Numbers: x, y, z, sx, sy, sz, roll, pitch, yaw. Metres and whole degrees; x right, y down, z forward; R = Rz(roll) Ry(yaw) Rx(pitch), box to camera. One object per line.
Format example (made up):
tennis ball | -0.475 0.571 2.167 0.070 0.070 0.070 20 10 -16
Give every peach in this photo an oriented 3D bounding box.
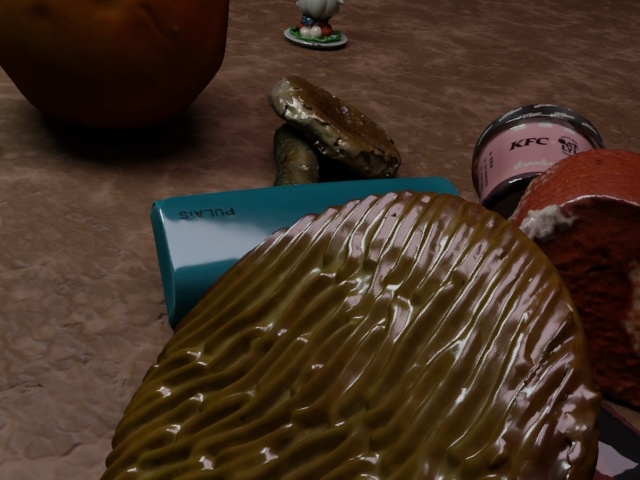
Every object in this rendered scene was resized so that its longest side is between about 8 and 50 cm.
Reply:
peach | -0.268 -0.299 0.946 0.302 0.343 0.342 41 18 -28

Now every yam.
yam | -0.027 -0.074 0.865 0.061 0.061 0.252 3 30 -6

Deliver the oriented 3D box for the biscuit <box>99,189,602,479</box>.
biscuit | -0.012 0.102 0.387 0.318 0.040 0.317 -29 38 25

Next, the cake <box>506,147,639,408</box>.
cake | 0.287 0.035 0.633 0.283 0.176 0.151 17 32 14

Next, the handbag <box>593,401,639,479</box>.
handbag | 0.086 0.125 0.449 0.170 0.155 0.215 -13 32 -11

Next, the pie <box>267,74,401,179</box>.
pie | 0.020 -0.143 0.936 0.195 0.046 0.195 29 23 -14

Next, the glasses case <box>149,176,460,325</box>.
glasses case | 0.000 -0.002 0.696 0.301 0.070 0.117 -8 66 -20

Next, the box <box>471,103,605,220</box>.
box | 0.239 -0.053 0.811 0.151 0.151 0.135 12 40 9

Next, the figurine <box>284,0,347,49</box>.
figurine | -0.002 -0.466 1.441 0.132 0.153 0.132 5 31 -3
